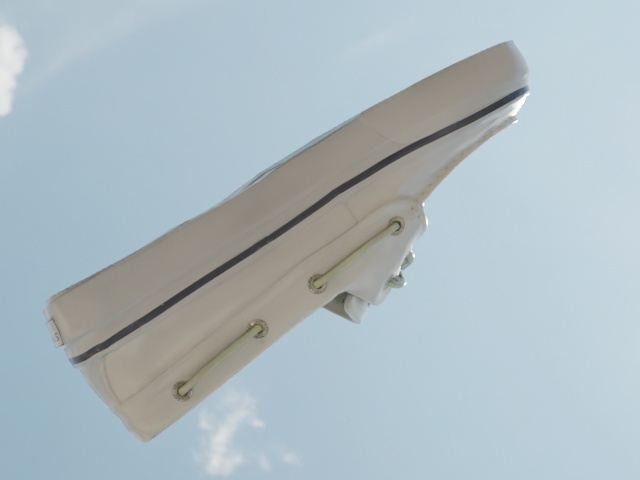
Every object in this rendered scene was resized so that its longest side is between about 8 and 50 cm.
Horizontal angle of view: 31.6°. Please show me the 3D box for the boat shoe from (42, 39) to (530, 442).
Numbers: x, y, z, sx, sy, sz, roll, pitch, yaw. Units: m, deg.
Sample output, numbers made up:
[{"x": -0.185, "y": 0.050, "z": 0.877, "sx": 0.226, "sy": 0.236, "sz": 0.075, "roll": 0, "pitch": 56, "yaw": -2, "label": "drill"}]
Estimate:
[{"x": 0.000, "y": 0.000, "z": 0.473, "sx": 0.226, "sy": 0.083, "sz": 0.075, "roll": -31, "pitch": -85, "yaw": -7, "label": "boat shoe"}]
